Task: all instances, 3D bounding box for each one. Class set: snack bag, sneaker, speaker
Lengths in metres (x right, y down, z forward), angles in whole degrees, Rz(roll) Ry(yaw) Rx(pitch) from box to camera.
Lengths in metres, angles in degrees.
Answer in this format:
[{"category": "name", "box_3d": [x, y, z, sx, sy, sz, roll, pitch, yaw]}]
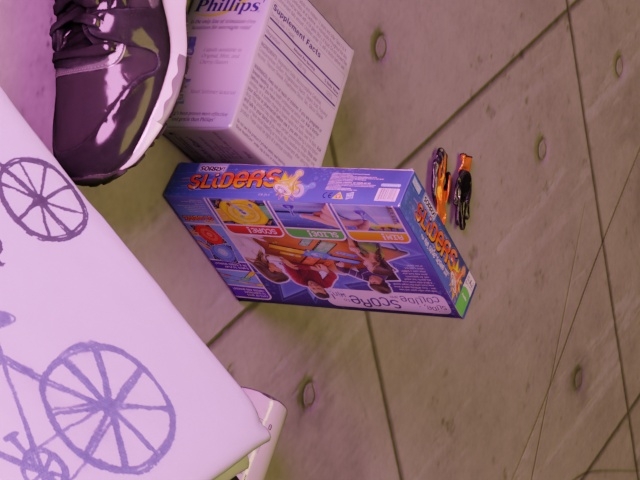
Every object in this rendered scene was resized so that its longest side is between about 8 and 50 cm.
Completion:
[{"category": "snack bag", "box_3d": [-0.218, 0.044, 1.026, 0.342, 0.037, 0.323, 52, 37, 5]}, {"category": "sneaker", "box_3d": [-0.153, -0.179, 1.238, 0.124, 0.107, 0.283, 27, 65, -41]}, {"category": "speaker", "box_3d": [-0.071, 0.183, 1.425, 0.055, 0.055, 0.136, 50, 51, -49]}]

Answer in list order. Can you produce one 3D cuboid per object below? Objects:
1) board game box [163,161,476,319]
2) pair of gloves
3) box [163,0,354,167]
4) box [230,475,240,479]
[{"category": "board game box", "box_3d": [0.000, 0.000, 1.383, 0.136, 0.201, 0.035, 58, 45, -44]}, {"category": "pair of gloves", "box_3d": [0.123, -0.048, 1.766, 0.083, 0.010, 0.074, 7, 86, -62]}, {"category": "box", "box_3d": [-0.048, -0.117, 1.417, 0.126, 0.072, 0.137, 43, 58, -51]}, {"category": "box", "box_3d": [-0.141, 0.362, 1.247, 0.395, 0.097, 0.318, -58, 142, -26]}]
